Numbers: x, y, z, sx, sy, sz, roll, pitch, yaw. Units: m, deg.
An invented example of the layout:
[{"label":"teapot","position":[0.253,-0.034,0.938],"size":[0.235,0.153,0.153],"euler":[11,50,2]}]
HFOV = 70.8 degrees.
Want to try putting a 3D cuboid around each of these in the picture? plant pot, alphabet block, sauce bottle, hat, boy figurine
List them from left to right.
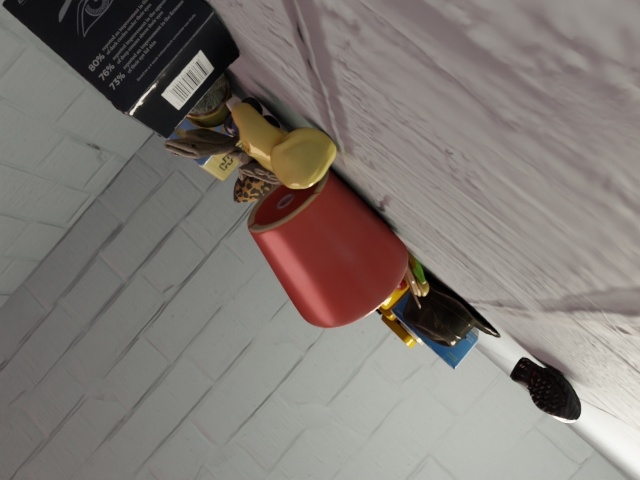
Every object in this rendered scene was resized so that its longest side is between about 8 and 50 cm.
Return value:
[{"label":"sauce bottle","position":[-0.232,-0.284,0.912],"size":[0.111,0.111,0.344],"euler":[41,180,-10]},{"label":"alphabet block","position":[-0.345,-0.334,1.428],"size":[0.192,0.193,0.197],"euler":[43,-179,7]},{"label":"boy figurine","position":[-0.073,-0.158,0.712],"size":[0.177,0.092,0.285],"euler":[41,180,-34]},{"label":"plant pot","position":[0.000,0.000,0.911],"size":[0.243,0.275,0.275],"euler":[51,176,-28]},{"label":"hat","position":[0.315,0.205,1.238],"size":[0.331,0.134,0.331],"euler":[37,-179,-1]}]

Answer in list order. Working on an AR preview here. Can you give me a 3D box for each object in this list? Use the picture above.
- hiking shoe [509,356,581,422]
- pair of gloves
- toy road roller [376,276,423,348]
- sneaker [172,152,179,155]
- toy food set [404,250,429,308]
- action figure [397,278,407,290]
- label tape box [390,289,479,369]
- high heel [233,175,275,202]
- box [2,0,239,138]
[{"label":"hiking shoe","position":[0.503,0.322,0.958],"size":[0.114,0.086,0.227],"euler":[28,-173,-2]},{"label":"pair of gloves","position":[-0.158,-0.168,0.895],"size":[0.240,0.042,0.204],"euler":[16,-155,2]},{"label":"toy road roller","position":[0.294,0.223,1.708],"size":[0.329,0.202,0.240],"euler":[44,178,38]},{"label":"sneaker","position":[-0.464,-0.295,1.454],"size":[0.035,0.031,0.083],"euler":[20,-159,-48]},{"label":"toy food set","position":[0.227,0.079,1.092],"size":[0.192,0.039,0.132],"euler":[58,-169,-59]},{"label":"action figure","position":[0.111,0.047,1.228],"size":[0.280,0.139,0.091],"euler":[47,-176,11]},{"label":"label tape box","position":[0.371,0.262,1.429],"size":[0.249,0.115,0.348],"euler":[42,-173,19]},{"label":"high heel","position":[-0.093,-0.115,1.169],"size":[0.261,0.186,0.093],"euler":[41,-179,-33]},{"label":"box","position":[-0.233,-0.254,0.546],"size":[0.207,0.153,0.108],"euler":[42,-179,6]}]
